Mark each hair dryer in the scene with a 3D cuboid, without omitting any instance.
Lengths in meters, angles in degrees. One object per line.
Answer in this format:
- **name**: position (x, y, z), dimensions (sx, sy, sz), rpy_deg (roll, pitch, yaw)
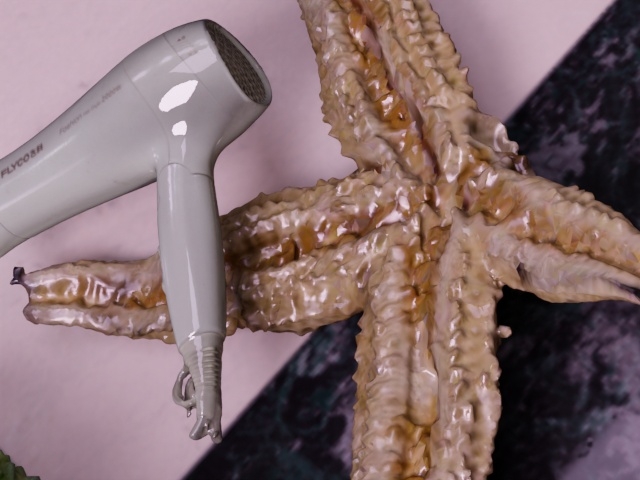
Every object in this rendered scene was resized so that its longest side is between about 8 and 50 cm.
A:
- **hair dryer**: position (-0.104, 0.014, 0.824), dimensions (0.206, 0.075, 0.237), rpy_deg (-31, 58, 20)

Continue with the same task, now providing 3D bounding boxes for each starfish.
- **starfish**: position (0.000, 0.000, 0.846), dimensions (0.324, 0.082, 0.432), rpy_deg (-44, 51, 4)

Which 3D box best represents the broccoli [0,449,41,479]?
- **broccoli**: position (-0.165, 0.219, 0.696), dimensions (0.249, 0.302, 0.375), rpy_deg (1, 45, -28)
